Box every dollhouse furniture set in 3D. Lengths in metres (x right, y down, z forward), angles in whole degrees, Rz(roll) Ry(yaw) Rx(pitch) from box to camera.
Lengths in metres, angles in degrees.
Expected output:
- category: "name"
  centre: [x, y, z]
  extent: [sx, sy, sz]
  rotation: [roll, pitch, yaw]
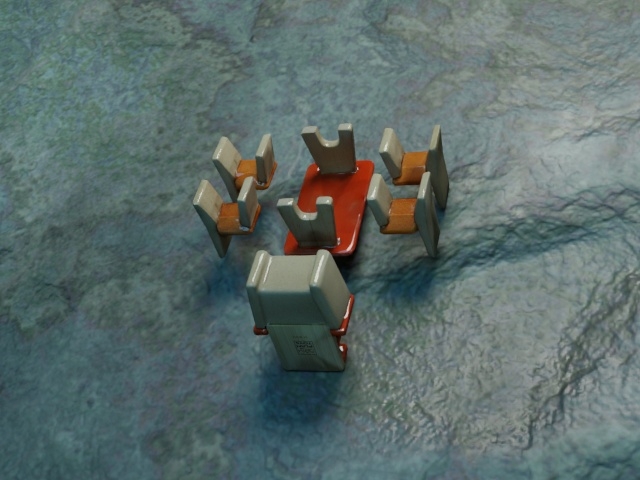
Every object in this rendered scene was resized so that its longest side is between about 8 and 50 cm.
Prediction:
- category: "dollhouse furniture set"
  centre: [0.000, 0.000, 1.132]
  extent: [0.262, 0.135, 0.259]
  rotation: [-1, 46, 19]
